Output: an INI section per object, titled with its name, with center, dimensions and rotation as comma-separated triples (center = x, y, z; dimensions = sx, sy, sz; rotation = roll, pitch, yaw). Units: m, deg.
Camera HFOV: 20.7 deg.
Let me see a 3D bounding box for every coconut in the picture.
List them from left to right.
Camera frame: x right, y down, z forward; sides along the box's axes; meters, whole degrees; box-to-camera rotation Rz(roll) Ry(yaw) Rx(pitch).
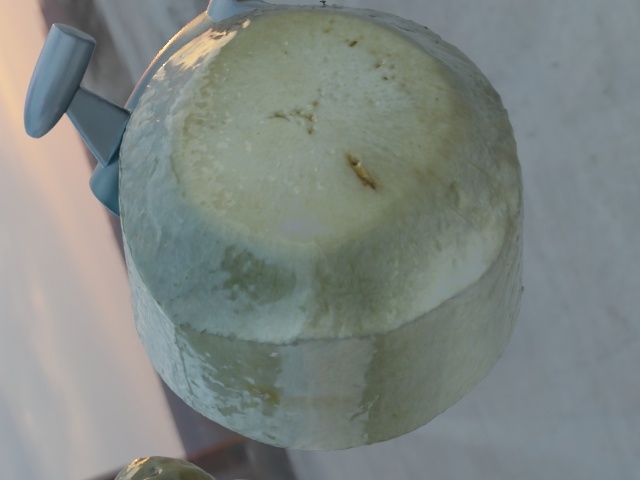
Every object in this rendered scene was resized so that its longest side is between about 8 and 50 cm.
[coconut]
center = 0.000, 0.000, 0.864
dimensions = 0.222, 0.202, 0.202
rotation = 83, 166, -62

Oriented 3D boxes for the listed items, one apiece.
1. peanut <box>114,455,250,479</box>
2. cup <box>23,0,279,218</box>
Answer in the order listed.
[peanut]
center = -0.092, 0.263, 1.588
dimensions = 0.263, 0.117, 0.101
rotation = 21, -160, -46
[cup]
center = -0.056, -0.083, 1.229
dimensions = 0.173, 0.299, 0.167
rotation = -63, 27, 12
